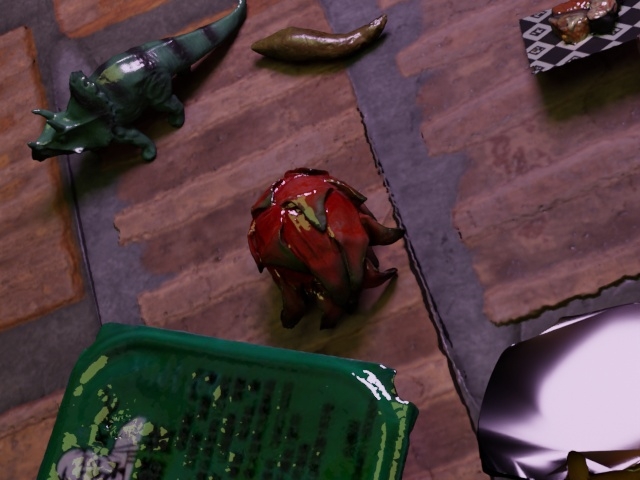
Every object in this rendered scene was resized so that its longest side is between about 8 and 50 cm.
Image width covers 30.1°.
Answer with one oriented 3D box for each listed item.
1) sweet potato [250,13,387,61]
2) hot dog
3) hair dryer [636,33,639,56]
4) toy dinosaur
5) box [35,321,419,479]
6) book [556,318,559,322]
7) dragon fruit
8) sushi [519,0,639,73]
[{"bbox_3d":[-0.003,-0.209,1.259,0.153,0.038,0.041,-6,87,16],"label":"sweet potato"},{"bbox_3d":[0.296,0.146,0.916,0.326,0.107,0.194,3,55,22],"label":"hot dog"},{"bbox_3d":[0.403,-0.054,0.985,0.210,0.125,0.353,-14,65,15],"label":"hair dryer"},{"bbox_3d":[-0.184,-0.163,1.290,0.292,0.120,0.079,-28,45,-21],"label":"toy dinosaur"},{"bbox_3d":[-0.084,0.227,1.050,0.336,0.106,0.264,7,69,24],"label":"box"},{"bbox_3d":[0.263,0.161,0.998,0.198,0.016,0.138,22,76,27],"label":"book"},{"bbox_3d":[-0.005,0.002,1.121,0.142,0.130,0.121,43,45,16],"label":"dragon fruit"},{"bbox_3d":[0.251,-0.217,1.139,0.126,0.026,0.120,-18,34,13],"label":"sushi"}]
